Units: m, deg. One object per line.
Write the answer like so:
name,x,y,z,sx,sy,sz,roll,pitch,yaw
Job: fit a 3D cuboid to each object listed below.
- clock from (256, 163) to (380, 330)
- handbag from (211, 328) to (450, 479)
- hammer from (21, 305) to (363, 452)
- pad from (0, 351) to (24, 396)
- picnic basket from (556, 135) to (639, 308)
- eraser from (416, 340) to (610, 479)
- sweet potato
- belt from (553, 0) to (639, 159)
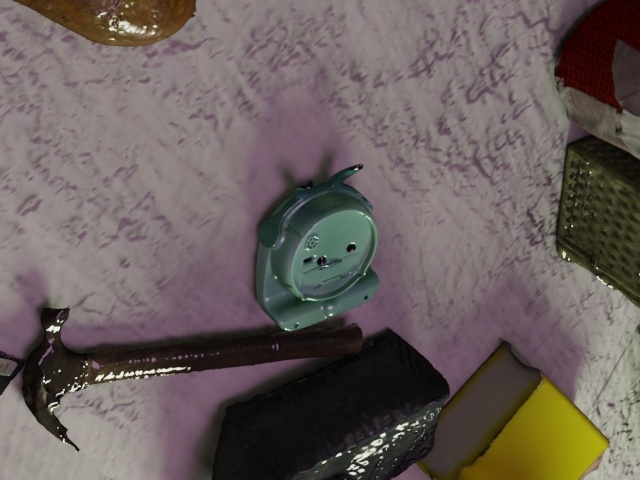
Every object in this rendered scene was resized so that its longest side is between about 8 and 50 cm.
clock,0.000,0.000,0.828,0.101,0.041,0.135,-21,131,-27
handbag,0.009,0.190,0.952,0.270,0.088,0.175,-22,141,-28
hammer,-0.086,0.090,0.837,0.297,0.027,0.125,-5,122,-37
pad,-0.294,0.142,0.722,0.116,0.004,0.193,29,100,-46
picnic basket,0.330,0.000,0.983,0.134,0.196,0.154,-22,132,-27
eraser,0.204,0.220,1.135,0.158,0.069,0.226,-50,137,-2
sweet potato,-0.144,-0.150,0.588,0.226,0.068,0.068,12,111,-43
belt,0.307,-0.137,0.919,0.201,0.124,0.128,-9,123,-35
